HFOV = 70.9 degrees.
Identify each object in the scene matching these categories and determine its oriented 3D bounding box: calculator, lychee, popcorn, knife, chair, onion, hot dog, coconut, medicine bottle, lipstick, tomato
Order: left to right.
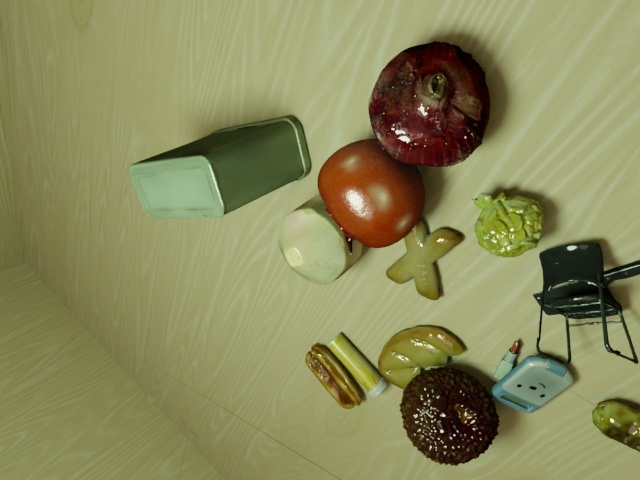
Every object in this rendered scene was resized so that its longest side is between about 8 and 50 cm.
[{"bbox_3d":[0.000,0.000,1.202,0.197,0.237,0.237,-28,95,42],"label":"coconut"},{"bbox_3d":[0.048,0.457,1.520,0.100,0.068,0.250,-39,90,30],"label":"hot dog"},{"bbox_3d":[0.115,0.396,1.433,0.218,0.074,0.074,46,133,10],"label":"medicine bottle"},{"bbox_3d":[0.119,-0.109,1.041,0.224,0.256,0.256,-40,87,29],"label":"tomato"},{"bbox_3d":[0.219,-0.266,0.885,0.251,0.219,0.253,0,89,1],"label":"onion"},{"bbox_3d":[0.333,0.464,1.199,0.271,0.271,0.272,18,123,30],"label":"lychee"},{"bbox_3d":[0.392,-0.033,0.945,0.141,0.135,0.163,-13,107,49],"label":"popcorn"},{"bbox_3d":[0.474,0.298,1.129,0.030,0.030,0.129,26,128,25],"label":"lipstick"},{"bbox_3d":[0.515,0.356,1.103,0.121,0.039,0.210,26,130,0],"label":"calculator"},{"bbox_3d":[0.538,0.132,0.926,0.140,0.145,0.221,-18,57,47],"label":"chair"},{"bbox_3d":[0.581,0.106,0.955,0.072,0.019,0.245,54,137,-2],"label":"knife"}]

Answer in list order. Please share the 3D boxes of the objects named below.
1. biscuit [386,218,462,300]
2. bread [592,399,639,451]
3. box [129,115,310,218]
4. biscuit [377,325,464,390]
[{"bbox_3d":[0.255,0.044,1.150,0.164,0.047,0.208,25,126,24],"label":"biscuit"},{"bbox_3d":[0.732,0.430,0.963,0.269,0.098,0.087,21,83,29],"label":"bread"},{"bbox_3d":[-0.267,-0.193,1.223,0.351,0.343,0.178,2,117,36],"label":"box"},{"bbox_3d":[0.267,0.330,1.298,0.154,0.045,0.299,43,131,11],"label":"biscuit"}]
